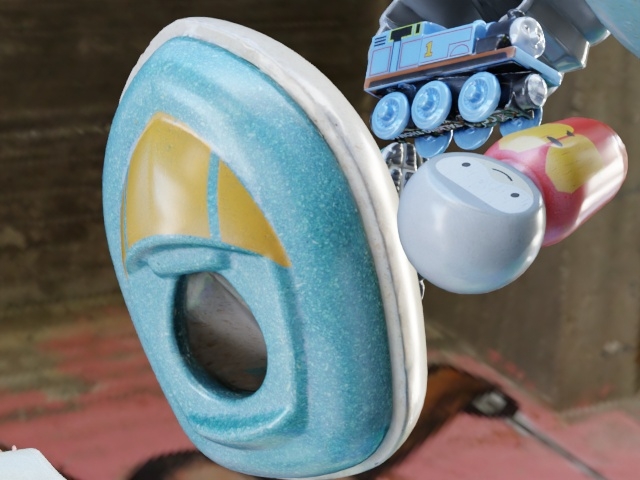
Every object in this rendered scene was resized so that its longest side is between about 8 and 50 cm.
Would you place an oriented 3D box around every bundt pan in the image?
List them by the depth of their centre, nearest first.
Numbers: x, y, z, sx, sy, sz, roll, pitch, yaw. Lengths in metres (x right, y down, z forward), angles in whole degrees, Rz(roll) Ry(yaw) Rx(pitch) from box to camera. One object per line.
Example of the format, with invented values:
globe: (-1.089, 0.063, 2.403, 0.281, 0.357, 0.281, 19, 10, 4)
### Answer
bundt pan: (0.207, -0.252, 1.766, 0.124, 0.331, 0.331, 40, -94, -23)

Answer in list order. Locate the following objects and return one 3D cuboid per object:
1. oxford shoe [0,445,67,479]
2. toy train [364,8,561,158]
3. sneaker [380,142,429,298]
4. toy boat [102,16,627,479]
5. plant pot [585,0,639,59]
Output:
oxford shoe: (-0.359, 0.277, 1.724, 0.140, 0.397, 0.147, 116, 176, -57)
toy train: (0.114, -0.133, 1.388, 0.080, 0.184, 0.105, 21, -110, -40)
sneaker: (0.050, 0.027, 1.769, 0.107, 0.110, 0.275, 17, -96, -38)
toy boat: (0.000, 0.000, 0.869, 0.148, 0.318, 0.268, -26, -81, -48)
plant pot: (0.251, -0.174, 0.734, 0.252, 0.248, 0.247, 6, -87, -32)
